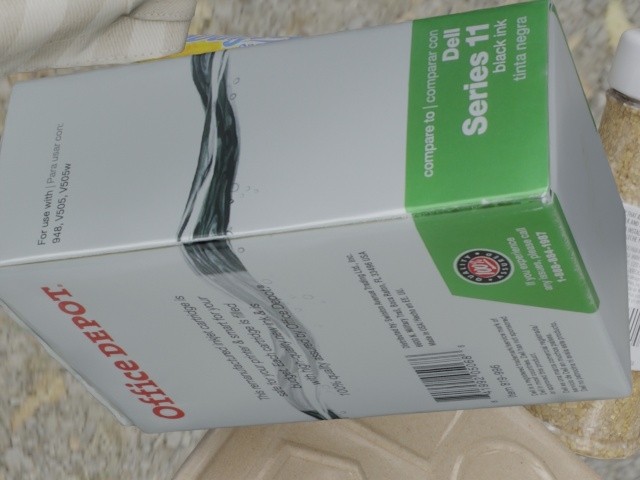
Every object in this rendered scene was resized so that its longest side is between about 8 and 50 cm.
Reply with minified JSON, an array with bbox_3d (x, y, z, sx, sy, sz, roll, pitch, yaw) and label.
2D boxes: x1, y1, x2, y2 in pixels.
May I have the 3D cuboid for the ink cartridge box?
[{"bbox_3d":[0.000,0.000,0.652,0.208,0.153,0.086,-6,59,17],"label":"ink cartridge box"}]

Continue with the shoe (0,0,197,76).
[{"bbox_3d":[-0.120,-0.056,0.436,0.219,0.058,0.076,-17,42,-31],"label":"shoe"}]

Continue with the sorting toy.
[{"bbox_3d":[0.039,0.132,0.825,0.208,0.038,0.193,45,48,-8],"label":"sorting toy"}]

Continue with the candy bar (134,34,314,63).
[{"bbox_3d":[-0.028,-0.089,0.830,0.040,0.161,0.018,-25,113,-47],"label":"candy bar"}]

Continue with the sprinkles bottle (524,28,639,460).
[{"bbox_3d":[0.263,0.004,1.478,0.121,0.121,0.355,14,105,-4],"label":"sprinkles bottle"}]
